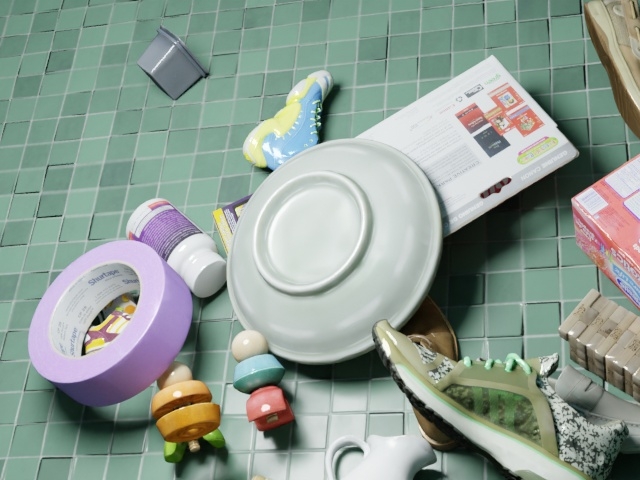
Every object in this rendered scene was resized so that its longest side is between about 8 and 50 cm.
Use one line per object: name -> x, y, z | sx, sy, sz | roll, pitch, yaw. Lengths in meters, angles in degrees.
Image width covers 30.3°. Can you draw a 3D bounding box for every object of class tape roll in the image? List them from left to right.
tape roll -> -0.352, 0.136, 1.974 | 0.274, 0.090, 0.275 | -19, 48, 22

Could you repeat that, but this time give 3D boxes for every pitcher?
pitcher -> 0.058, 0.384, 1.770 | 0.177, 0.125, 0.207 | 2, 46, 36

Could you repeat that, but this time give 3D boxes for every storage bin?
storage bin -> -0.304, -0.352, 2.357 | 0.091, 0.135, 0.098 | -48, 57, -5

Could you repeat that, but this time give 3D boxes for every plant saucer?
plant saucer -> 0.000, 0.000, 1.938 | 0.400, 0.100, 0.400 | -12, 64, 25

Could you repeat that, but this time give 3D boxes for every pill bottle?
pill bottle -> -0.251, 0.016, 2.103 | 0.108, 0.108, 0.193 | -42, 56, -13

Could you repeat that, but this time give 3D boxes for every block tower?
block tower -> 0.520, 0.205, 1.762 | 0.335, 0.097, 0.091 | 34, 72, 30

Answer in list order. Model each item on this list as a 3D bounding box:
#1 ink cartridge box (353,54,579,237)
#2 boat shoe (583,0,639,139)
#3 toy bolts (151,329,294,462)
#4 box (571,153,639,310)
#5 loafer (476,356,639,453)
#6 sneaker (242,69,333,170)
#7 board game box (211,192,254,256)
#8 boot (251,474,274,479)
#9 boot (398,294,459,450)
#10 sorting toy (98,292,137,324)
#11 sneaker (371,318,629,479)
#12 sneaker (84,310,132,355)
ink cartridge box -> 0.250, -0.127, 2.038 | 0.309, 0.130, 0.272 | -31, 56, -5
boat shoe -> 0.560, -0.314, 2.077 | 0.110, 0.122, 0.341 | -16, 53, 7
toy bolts -> -0.169, 0.230, 1.880 | 0.228, 0.218, 0.158 | -18, 68, -3
box -> 0.545, 0.026, 1.841 | 0.154, 0.142, 0.300 | -34, 55, -7
loafer -> 0.372, 0.242, 1.754 | 0.319, 0.112, 0.111 | 6, 102, 20
sneaker -> -0.030, -0.208, 2.217 | 0.126, 0.091, 0.240 | 38, 73, 14
board game box -> -0.103, -0.006, 2.112 | 0.141, 0.048, 0.170 | -25, 54, 2
boot -> -0.198, 0.404, 1.673 | 0.203, 0.095, 0.262 | 33, 103, 11
boot -> 0.162, 0.174, 1.875 | 0.112, 0.115, 0.305 | -21, 53, 5
sorting toy -> -0.371, 0.117, 2.120 | 0.075, 0.045, 0.083 | -43, 54, 9
sneaker -> 0.259, 0.219, 1.686 | 0.410, 0.158, 0.182 | 36, 80, 7
sneaker -> -0.326, 0.154, 2.057 | 0.185, 0.069, 0.084 | -14, 60, 6
